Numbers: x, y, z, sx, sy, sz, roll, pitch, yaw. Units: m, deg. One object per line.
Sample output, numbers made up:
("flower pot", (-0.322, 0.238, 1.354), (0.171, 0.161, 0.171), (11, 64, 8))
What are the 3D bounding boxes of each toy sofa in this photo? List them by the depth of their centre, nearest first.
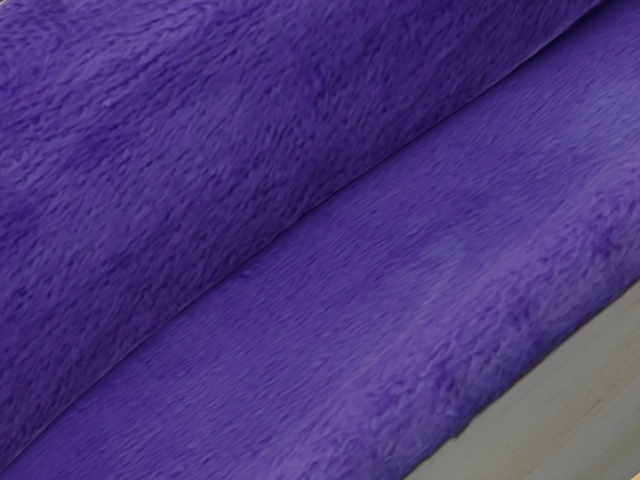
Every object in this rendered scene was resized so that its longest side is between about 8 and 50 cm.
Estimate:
("toy sofa", (0.000, 0.000, 0.434), (0.177, 0.362, 0.150), (53, 172, -16))
